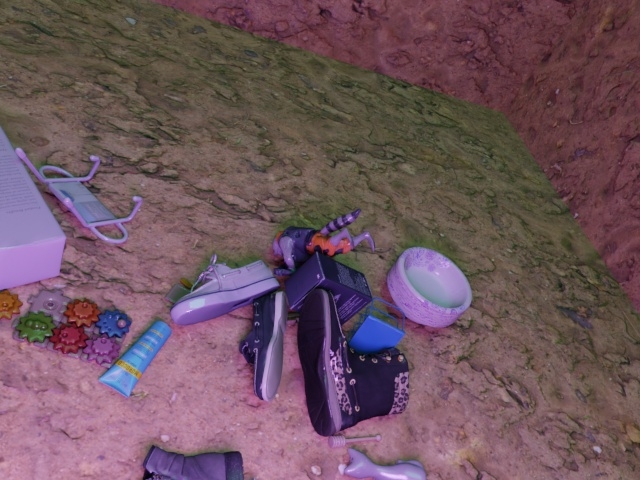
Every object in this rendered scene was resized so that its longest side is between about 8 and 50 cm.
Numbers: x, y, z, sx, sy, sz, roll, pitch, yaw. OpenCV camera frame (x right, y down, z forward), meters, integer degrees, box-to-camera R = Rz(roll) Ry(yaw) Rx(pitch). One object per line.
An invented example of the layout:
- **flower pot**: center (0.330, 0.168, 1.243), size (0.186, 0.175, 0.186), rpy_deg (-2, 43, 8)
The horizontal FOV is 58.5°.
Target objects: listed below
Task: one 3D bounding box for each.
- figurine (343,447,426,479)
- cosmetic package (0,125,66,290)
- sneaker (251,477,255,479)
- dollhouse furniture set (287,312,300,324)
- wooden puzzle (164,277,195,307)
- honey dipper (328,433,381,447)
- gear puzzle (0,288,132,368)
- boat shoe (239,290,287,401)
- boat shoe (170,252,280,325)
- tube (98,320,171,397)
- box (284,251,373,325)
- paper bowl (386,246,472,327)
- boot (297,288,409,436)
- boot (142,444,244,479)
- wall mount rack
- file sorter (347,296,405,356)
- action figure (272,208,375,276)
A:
- **figurine**: center (0.148, 0.620, 1.388), size (0.209, 0.092, 0.215), rpy_deg (19, 39, -8)
- **cosmetic package**: center (-0.858, -0.094, 1.453), size (0.230, 0.162, 0.453), rpy_deg (-16, 58, -43)
- **sneaker**: center (-0.099, 0.590, 1.280), size (0.161, 0.057, 0.075), rpy_deg (26, 44, 0)
- **dollhouse furniture set**: center (-0.050, 0.268, 1.646), size (0.058, 0.076, 0.152), rpy_deg (-4, 40, -39)
- **wooden puzzle**: center (-0.389, 0.157, 1.599), size (0.078, 0.014, 0.116), rpy_deg (30, 38, 6)
- **honey dipper**: center (0.096, 0.523, 1.499), size (0.160, 0.030, 0.031), rpy_deg (7, 44, -29)
- **gear puzzle**: center (-0.637, 0.185, 1.386), size (0.338, 0.044, 0.176), rpy_deg (21, 40, -11)
- **boat shoe**: center (-0.162, 0.279, 1.539), size (0.113, 0.127, 0.340), rpy_deg (-4, 48, 8)
- **boat shoe**: center (-0.280, 0.116, 1.595), size (0.367, 0.136, 0.157), rpy_deg (-17, 70, -46)
- **tube**: center (-0.445, 0.286, 1.403), size (0.080, 0.052, 0.207), rpy_deg (28, 44, 4)
- **box**: center (0.023, 0.147, 1.670), size (0.207, 0.153, 0.108), rpy_deg (28, 31, -36)
- **paper bowl**: center (0.358, 0.172, 1.947), size (0.284, 0.148, 0.284), rpy_deg (18, 40, -16)
- **boot**: center (0.094, 0.321, 1.562), size (0.284, 0.138, 0.378), rpy_deg (3, 72, -34)
- **boot**: center (-0.266, 0.583, 1.159), size (0.222, 0.118, 0.338), rpy_deg (9, 33, -21)
- **wall mount rack**: center (-0.680, -0.141, 1.598), size (0.350, 0.130, 0.304), rpy_deg (41, 20, 13)
- **file sorter**: center (0.163, 0.272, 1.701), size (0.118, 0.170, 0.104), rpy_deg (27, 35, -4)
- **action figure**: center (0.000, 0.000, 1.819), size (0.341, 0.330, 0.179), rpy_deg (-24, 107, -64)
